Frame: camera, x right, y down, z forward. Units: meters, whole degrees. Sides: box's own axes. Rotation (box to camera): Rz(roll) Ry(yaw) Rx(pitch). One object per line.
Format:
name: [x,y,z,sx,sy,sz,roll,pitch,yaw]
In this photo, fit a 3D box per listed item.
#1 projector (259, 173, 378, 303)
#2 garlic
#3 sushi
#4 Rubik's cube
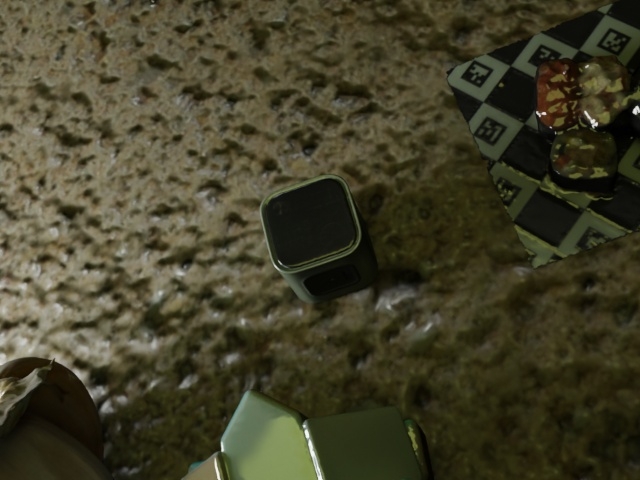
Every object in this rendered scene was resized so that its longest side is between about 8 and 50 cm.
projector: [0.000,0.000,0.772,0.083,0.082,0.083,-19,64,6]
garlic: [-0.211,0.184,0.691,0.256,0.207,0.207,-4,67,5]
sushi: [0.251,-0.119,0.778,0.219,0.047,0.231,-21,64,5]
Rubik's cube: [-0.005,0.243,0.599,0.224,0.213,0.265,-14,68,7]
